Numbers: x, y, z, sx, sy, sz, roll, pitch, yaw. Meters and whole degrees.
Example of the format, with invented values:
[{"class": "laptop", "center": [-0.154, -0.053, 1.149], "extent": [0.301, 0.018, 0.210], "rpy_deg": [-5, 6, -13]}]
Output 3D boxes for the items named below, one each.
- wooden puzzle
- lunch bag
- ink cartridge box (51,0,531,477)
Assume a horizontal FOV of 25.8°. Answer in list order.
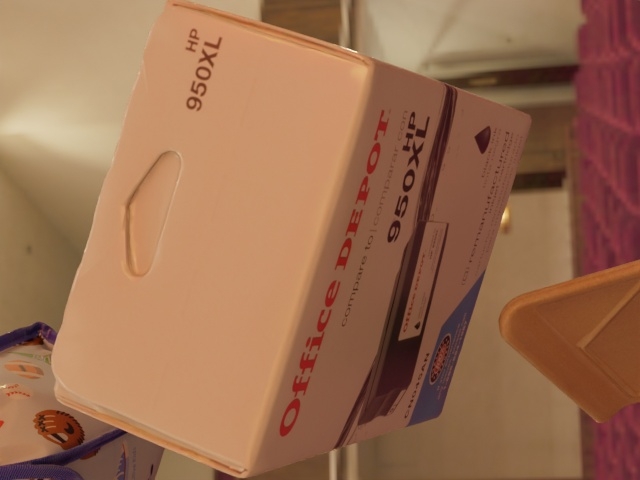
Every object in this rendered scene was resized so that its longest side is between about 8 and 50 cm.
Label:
[{"class": "wooden puzzle", "center": [0.285, 0.057, 1.083], "extent": [0.221, 0.238, 0.044], "rpy_deg": [39, -144, -47]}, {"class": "lunch bag", "center": [-0.318, 0.290, 1.285], "extent": [0.385, 0.239, 0.328], "rpy_deg": [-17, -54, -67]}, {"class": "ink cartridge box", "center": [0.000, 0.000, 1.066], "extent": [0.395, 0.166, 0.285], "rpy_deg": [1, -73, -67]}]
